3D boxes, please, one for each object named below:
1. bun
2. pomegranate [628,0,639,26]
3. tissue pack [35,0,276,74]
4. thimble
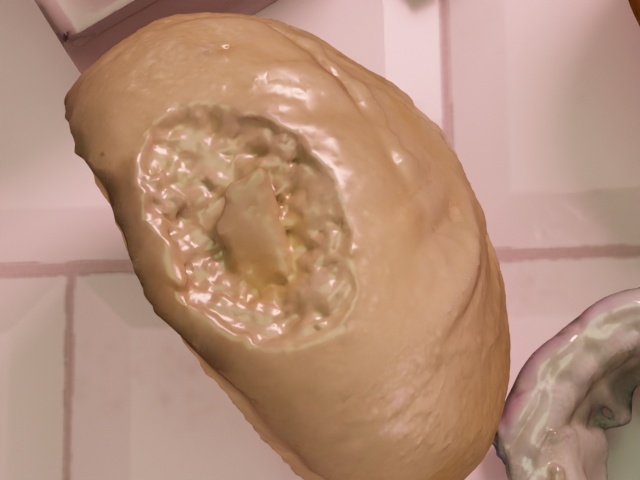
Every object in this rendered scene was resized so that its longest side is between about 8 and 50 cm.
[{"bbox_3d":[0.002,-0.003,1.276,0.202,0.364,0.364,-35,76,2],"label":"bun"},{"bbox_3d":[0.364,-0.203,1.322,0.342,0.342,0.342,-1,76,5],"label":"pomegranate"},{"bbox_3d":[-0.103,-0.236,1.450,0.246,0.159,0.136,-31,77,-3],"label":"tissue pack"},{"bbox_3d":[0.229,0.141,1.330,0.237,0.150,0.237,-2,76,6],"label":"thimble"}]
